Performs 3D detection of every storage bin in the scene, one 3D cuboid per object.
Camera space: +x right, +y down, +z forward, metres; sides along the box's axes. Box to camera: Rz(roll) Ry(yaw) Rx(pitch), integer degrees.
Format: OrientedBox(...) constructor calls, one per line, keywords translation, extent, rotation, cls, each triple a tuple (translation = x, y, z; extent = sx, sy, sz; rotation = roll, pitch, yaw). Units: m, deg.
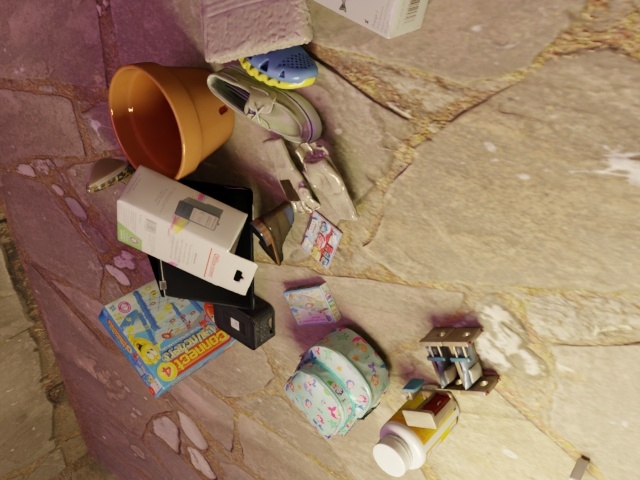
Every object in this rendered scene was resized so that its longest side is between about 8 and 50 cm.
OrientedBox(translation=(-0.225, 0.223, 1.768), extent=(0.180, 0.084, 0.122), rotation=(26, 129, 33), cls="storage bin")

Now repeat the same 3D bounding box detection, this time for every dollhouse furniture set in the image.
OrientedBox(translation=(0.258, 0.280, 1.247), extent=(0.128, 0.183, 0.130), rotation=(-11, 105, 47), cls="dollhouse furniture set")

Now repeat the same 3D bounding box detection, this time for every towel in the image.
OrientedBox(translation=(-0.129, -0.450, 1.154), extent=(0.282, 0.049, 0.187), rotation=(4, 103, 39), cls="towel")

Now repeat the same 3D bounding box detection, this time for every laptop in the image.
OrientedBox(translation=(-0.363, -0.046, 1.710), extent=(0.408, 0.236, 0.382), rotation=(-129, 36, -51), cls="laptop")

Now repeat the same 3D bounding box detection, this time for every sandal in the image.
OrientedBox(translation=(-0.124, -0.436, 1.251), extent=(0.317, 0.126, 0.138), rotation=(43, 133, 15), cls="sandal")

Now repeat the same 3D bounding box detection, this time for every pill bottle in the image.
OrientedBox(translation=(0.213, 0.427, 1.356), extent=(0.117, 0.215, 0.117), rotation=(23, 128, 34), cls="pill bottle")

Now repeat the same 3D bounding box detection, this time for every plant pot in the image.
OrientedBox(translation=(-0.351, -0.305, 1.486), extent=(0.290, 0.203, 0.291), rotation=(24, 129, 33), cls="plant pot")

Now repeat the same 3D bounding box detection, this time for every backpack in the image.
OrientedBox(translation=(0.044, 0.353, 1.514), extent=(0.225, 0.191, 0.254), rotation=(46, 132, 15), cls="backpack")

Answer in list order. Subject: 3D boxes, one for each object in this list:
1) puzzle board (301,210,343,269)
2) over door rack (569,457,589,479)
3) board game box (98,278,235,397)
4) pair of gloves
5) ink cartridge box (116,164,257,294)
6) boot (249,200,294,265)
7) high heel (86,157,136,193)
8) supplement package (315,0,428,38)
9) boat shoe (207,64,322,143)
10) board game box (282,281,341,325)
OrientedBox(translation=(0.000, 0.000, 1.468), extent=(0.096, 0.011, 0.128), rotation=(40, 135, 20), cls="puzzle board")
OrientedBox(translation=(0.594, 0.615, 1.175), extent=(0.239, 0.108, 0.325), rotation=(13, 122, 39), cls="over door rack")
OrientedBox(translation=(-0.460, 0.268, 1.857), extent=(0.302, 0.308, 0.086), rotation=(51, 137, 8), cls="board game box")
OrientedBox(translation=(-0.029, -0.133, 1.350), extent=(0.240, 0.042, 0.204), rotation=(16, 141, 48), cls="pair of gloves")
OrientedBox(translation=(-0.308, -0.017, 1.477), extent=(0.353, 0.119, 0.207), rotation=(26, 148, -4), cls="ink cartridge box")
OrientedBox(translation=(-0.100, -0.014, 1.516), extent=(0.082, 0.106, 0.219), rotation=(44, 167, 22), cls="boot")
OrientedBox(translation=(-0.598, -0.168, 1.779), extent=(0.093, 0.261, 0.186), rotation=(19, 135, 7), cls="high heel")
OrientedBox(translation=(0.089, -0.441, 1.044), extent=(0.179, 0.105, 0.105), rotation=(36, 136, 25), cls="supplement package")
OrientedBox(translation=(-0.131, -0.297, 1.355), extent=(0.302, 0.094, 0.109), rotation=(34, 134, 25), cls="boat shoe")
OrientedBox(translation=(-0.023, 0.168, 1.579), extent=(0.154, 0.026, 0.104), rotation=(-13, 104, 47), cls="board game box")
